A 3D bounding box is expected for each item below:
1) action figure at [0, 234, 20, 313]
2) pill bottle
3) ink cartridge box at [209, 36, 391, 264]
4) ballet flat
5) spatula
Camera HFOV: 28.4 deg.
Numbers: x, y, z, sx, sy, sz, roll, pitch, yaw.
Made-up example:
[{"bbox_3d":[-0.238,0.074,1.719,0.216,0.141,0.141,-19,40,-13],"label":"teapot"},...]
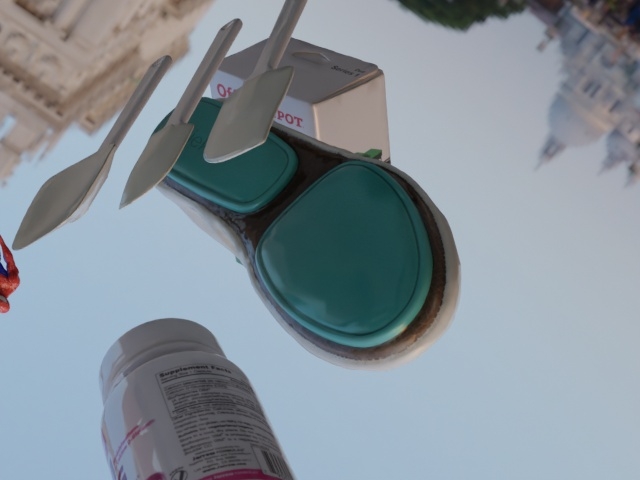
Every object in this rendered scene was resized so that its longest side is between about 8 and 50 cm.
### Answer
[{"bbox_3d":[-0.256,0.008,0.970,0.115,0.038,0.030,64,-174,29],"label":"action figure"},{"bbox_3d":[-0.120,0.207,1.200,0.160,0.160,0.283,28,-163,-33],"label":"pill bottle"},{"bbox_3d":[-0.015,-0.066,1.198,0.092,0.219,0.160,-29,-144,-33],"label":"ink cartridge box"},{"bbox_3d":[0.000,0.000,0.945,0.139,0.139,0.400,26,-173,-38],"label":"ballet flat"},{"bbox_3d":[-0.080,-0.084,0.738,0.019,0.168,0.242,53,-154,-23],"label":"spatula"}]
